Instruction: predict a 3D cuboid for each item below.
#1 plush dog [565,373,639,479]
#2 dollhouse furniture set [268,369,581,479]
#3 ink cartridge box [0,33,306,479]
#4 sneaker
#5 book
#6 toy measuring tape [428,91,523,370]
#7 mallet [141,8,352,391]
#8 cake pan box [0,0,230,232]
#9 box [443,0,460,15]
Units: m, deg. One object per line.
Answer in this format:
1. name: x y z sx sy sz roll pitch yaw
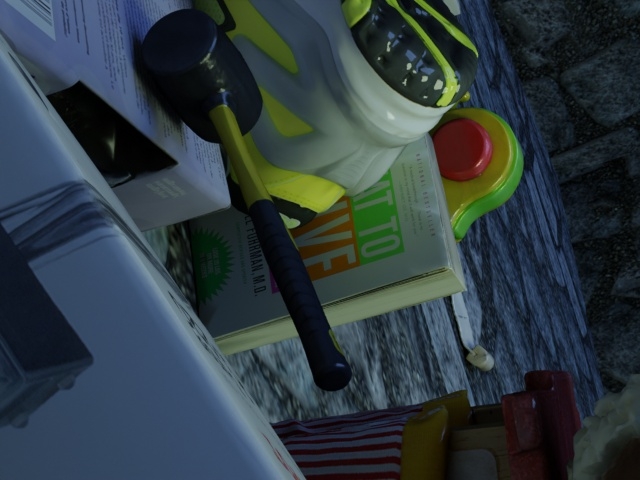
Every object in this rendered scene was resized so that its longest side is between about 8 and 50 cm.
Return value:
1. plush dog: 0.219 0.139 0.528 0.210 0.225 0.262 -30 108 -75
2. dollhouse furniture set: 0.022 0.240 0.560 0.152 0.201 0.374 1 79 -76
3. ink cartridge box: -0.077 0.037 0.411 0.218 0.092 0.158 55 -4 27
4. sneaker: -0.061 -0.168 0.868 0.145 0.147 0.384 22 29 -40
5. book: 0.000 0.000 0.841 0.035 0.144 0.096 51 26 -57
6. toy measuring tape: 0.177 -0.029 1.643 0.121 0.121 0.330 37 38 -68
7. mallet: -0.030 -0.023 0.621 0.062 0.039 0.189 57 7 -47
8. cake pan box: -0.127 -0.149 0.680 0.246 0.070 0.266 36 39 -67
9. box: 0.010 -0.234 1.164 0.038 0.145 0.186 -89 158 -45
